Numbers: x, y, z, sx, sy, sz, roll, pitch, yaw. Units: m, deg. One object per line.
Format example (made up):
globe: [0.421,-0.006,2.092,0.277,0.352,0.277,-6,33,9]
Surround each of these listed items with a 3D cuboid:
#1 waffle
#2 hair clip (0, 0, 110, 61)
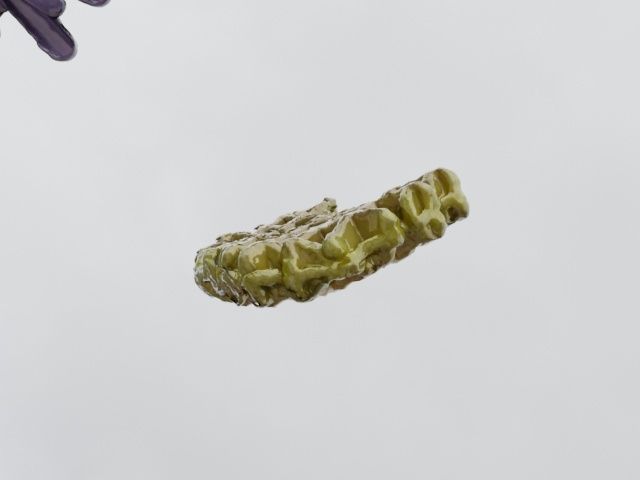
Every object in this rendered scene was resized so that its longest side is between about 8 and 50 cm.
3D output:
waffle: [0.001,0.003,0.969,0.194,0.149,0.051,-6,-76,71]
hair clip: [-0.274,-0.243,1.147,0.278,0.137,0.090,34,7,-4]
